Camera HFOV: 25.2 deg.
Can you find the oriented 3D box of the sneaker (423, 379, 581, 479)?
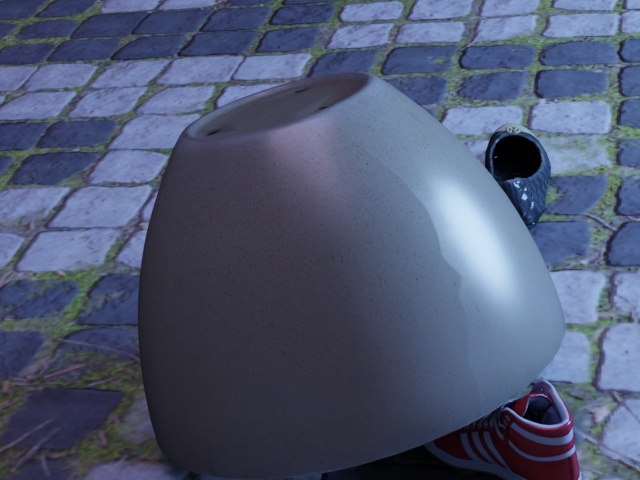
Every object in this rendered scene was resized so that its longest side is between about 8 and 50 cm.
[{"bbox_3d":[0.109,0.113,0.885,0.118,0.067,0.042,17,37,38],"label":"sneaker"}]

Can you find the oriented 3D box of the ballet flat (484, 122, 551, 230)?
[{"bbox_3d":[0.169,-0.064,1.223,0.057,0.049,0.173,-3,28,7],"label":"ballet flat"}]

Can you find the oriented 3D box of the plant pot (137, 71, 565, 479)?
[{"bbox_3d":[0.000,0.000,0.934,0.284,0.191,0.284,-15,17,5],"label":"plant pot"}]
